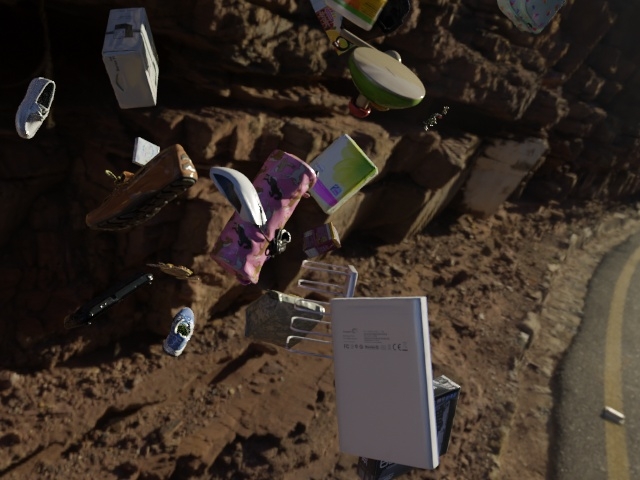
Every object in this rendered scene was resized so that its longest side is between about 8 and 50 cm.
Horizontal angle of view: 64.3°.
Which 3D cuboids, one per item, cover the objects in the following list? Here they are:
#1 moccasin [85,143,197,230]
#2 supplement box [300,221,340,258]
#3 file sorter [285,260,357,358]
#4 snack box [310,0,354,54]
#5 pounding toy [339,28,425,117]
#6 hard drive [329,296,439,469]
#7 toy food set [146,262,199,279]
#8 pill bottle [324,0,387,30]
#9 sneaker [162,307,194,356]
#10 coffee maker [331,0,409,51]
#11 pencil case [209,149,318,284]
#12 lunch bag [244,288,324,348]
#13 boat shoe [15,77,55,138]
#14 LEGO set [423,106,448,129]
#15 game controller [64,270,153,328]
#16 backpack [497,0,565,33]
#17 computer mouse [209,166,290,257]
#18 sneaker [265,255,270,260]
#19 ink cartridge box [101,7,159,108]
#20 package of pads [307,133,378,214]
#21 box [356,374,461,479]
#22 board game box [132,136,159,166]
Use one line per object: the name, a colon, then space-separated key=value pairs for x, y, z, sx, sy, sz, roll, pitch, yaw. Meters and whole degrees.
moccasin: x=-0.530 y=-0.146 z=1.463 sx=0.139 sy=0.380 sz=0.146 roll=1 pitch=61 yaw=-62
supplement box: x=0.000 y=0.000 z=1.216 sx=0.083 sy=0.043 sz=0.054 roll=-20 pitch=52 yaw=12
file sorter: x=0.002 y=0.209 z=1.593 sx=0.173 sy=0.277 sz=0.193 roll=11 pitch=3 yaw=-1
snack box: x=0.088 y=-0.706 z=1.591 sx=0.207 sy=0.175 sz=0.070 roll=40 pitch=27 yaw=-62
pounding toy: x=0.120 y=-0.347 z=1.145 sx=0.183 sy=0.110 sz=0.236 roll=11 pitch=44 yaw=-26
hard drive: x=0.122 y=0.275 z=1.024 sx=0.210 sy=0.318 sz=0.040 roll=-6 pitch=-3 yaw=35
toy food set: x=-0.574 y=0.110 z=2.009 sx=0.133 sy=0.038 sz=0.192 roll=2 pitch=-19 yaw=25
pill bottle: x=0.125 y=-0.646 z=1.213 sx=0.136 sy=0.245 sz=0.136 roll=27 pitch=23 yaw=-13
sneaker: x=-0.439 y=0.283 z=1.642 sx=0.080 sy=0.081 sz=0.211 roll=33 pitch=23 yaw=-19
coffee maker: x=0.140 y=-0.600 z=1.402 sx=0.120 sy=0.171 sz=0.178 roll=25 pitch=2 yaw=-23
pencil case: x=-0.161 y=-0.067 z=1.453 sx=0.167 sy=0.386 sz=0.160 roll=34 pitch=-13 yaw=-14
lunch bag: x=-0.152 y=0.315 z=2.147 sx=0.235 sy=0.287 sz=0.168 roll=22 pitch=46 yaw=-30
boat shoe: x=-0.814 y=-0.380 z=1.468 sx=0.063 sy=0.184 sz=0.066 roll=11 pitch=-15 yaw=22
LEGO set: x=0.281 y=-0.304 z=1.261 sx=0.023 sy=0.054 sz=0.083 roll=43 pitch=57 yaw=9
game controller: x=-0.731 y=0.205 z=1.771 sx=0.067 sy=0.167 sz=0.319 roll=57 pitch=41 yaw=-6
backpack: x=0.680 y=-0.783 z=1.647 sx=0.188 sy=0.165 sz=0.144 roll=33 pitch=16 yaw=-16
computer mouse: x=-0.119 y=-0.060 z=0.879 sx=0.193 sy=0.042 sz=0.106 roll=52 pitch=16 yaw=0
sneaker: x=-0.314 y=0.055 z=2.357 sx=0.282 sy=0.161 sz=0.102 roll=-43 pitch=22 yaw=-29
ink cartridge box: x=-0.451 y=-0.439 z=1.226 sx=0.087 sy=0.153 sz=0.208 roll=-7 pitch=51 yaw=-6
package of pads: x=0.072 y=-0.295 z=2.241 sx=0.229 sy=0.296 sz=0.101 roll=52 pitch=9 yaw=15
box: x=0.254 y=0.543 z=1.464 sx=0.308 sy=0.242 sz=0.077 roll=-6 pitch=21 yaw=-35
board game box: x=-0.597 y=-0.294 z=1.743 sx=0.020 sy=0.090 sz=0.090 roll=-8 pitch=-19 yaw=31
